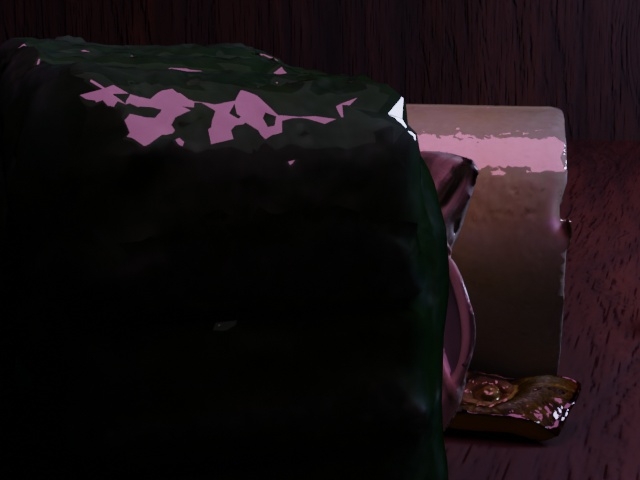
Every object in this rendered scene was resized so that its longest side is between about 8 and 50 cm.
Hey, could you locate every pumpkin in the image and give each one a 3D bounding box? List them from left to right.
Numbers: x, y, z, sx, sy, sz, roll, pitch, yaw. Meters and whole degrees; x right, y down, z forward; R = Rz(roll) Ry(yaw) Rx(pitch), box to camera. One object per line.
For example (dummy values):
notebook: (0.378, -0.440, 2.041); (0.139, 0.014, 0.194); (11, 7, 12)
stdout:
pumpkin: (0.140, 0.127, 1.074); (0.101, 0.035, 0.073); (7, 23, 21)

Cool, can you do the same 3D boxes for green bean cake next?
green bean cake: (-0.068, 0.070, 0.599); (0.169, 0.308, 0.300); (-3, 12, -21)

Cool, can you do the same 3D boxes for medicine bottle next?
medicine bottle: (0.000, 0.000, 1.209); (0.406, 0.235, 0.236); (2, 10, 6)

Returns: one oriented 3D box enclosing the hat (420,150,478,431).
hat: (0.015, 0.051, 1.009); (0.219, 0.226, 0.164); (-9, -3, 4)
